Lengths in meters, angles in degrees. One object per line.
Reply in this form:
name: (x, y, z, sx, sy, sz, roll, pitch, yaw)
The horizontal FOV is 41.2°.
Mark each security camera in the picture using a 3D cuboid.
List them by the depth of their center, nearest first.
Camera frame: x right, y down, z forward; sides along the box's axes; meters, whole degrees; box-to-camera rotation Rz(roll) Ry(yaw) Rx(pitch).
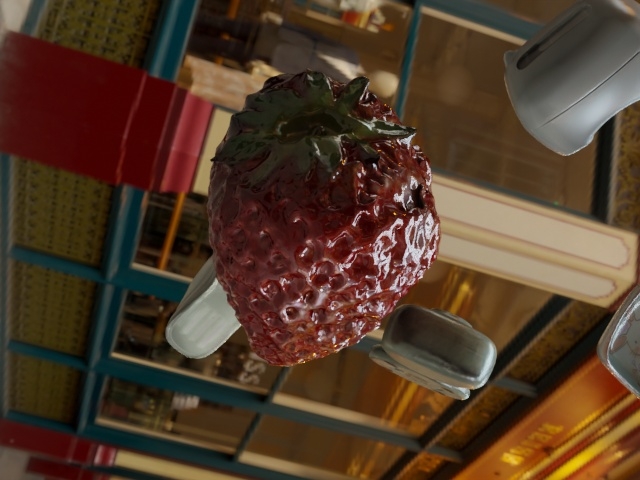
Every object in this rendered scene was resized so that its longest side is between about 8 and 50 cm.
security camera: (0.152, 0.157, 1.181, 0.301, 0.157, 0.080, 91, 23, -75)

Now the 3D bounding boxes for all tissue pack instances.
tissue pack: (0.558, -0.368, 1.820, 0.333, 0.236, 0.229, -40, -155, 26)

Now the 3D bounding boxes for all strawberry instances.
strawberry: (0.009, -0.010, 0.988, 0.291, 0.292, 0.309, -83, 157, -46)

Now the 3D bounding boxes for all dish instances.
dish: (0.485, 0.163, 1.212, 0.151, 0.212, 0.077, -54, -165, -10)

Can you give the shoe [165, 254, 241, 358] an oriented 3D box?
shoe: (-0.129, 0.046, 1.474, 0.363, 0.132, 0.160, -47, -167, 28)
